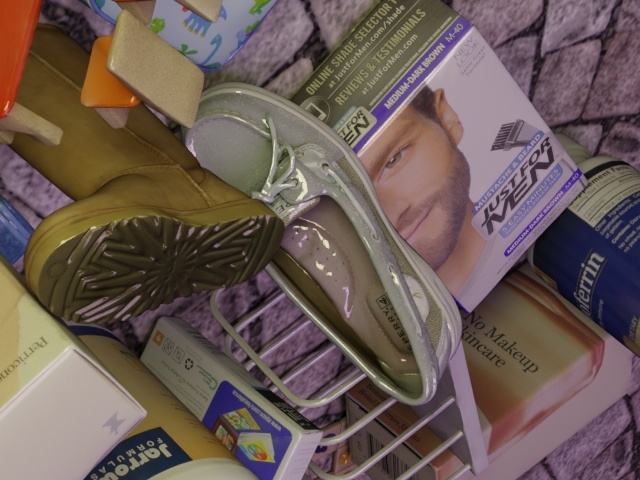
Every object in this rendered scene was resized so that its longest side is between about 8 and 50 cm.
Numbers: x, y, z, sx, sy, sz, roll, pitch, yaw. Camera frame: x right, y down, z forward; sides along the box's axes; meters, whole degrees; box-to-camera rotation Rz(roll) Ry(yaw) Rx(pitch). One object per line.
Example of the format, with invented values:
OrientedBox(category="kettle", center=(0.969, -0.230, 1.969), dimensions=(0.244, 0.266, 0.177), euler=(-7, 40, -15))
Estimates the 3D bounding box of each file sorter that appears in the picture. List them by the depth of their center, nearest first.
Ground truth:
OrientedBox(category="file sorter", center=(0.025, 0.136, 1.887), dimensions=(0.173, 0.193, 0.278), euler=(-35, 143, -15))

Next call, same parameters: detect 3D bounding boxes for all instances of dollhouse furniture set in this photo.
OrientedBox(category="dollhouse furniture set", center=(-0.204, -0.197, 1.283), dimensions=(0.135, 0.262, 0.259), euler=(38, 58, -54))

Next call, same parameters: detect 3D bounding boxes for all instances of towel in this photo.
OrientedBox(category="towel", center=(-0.285, 0.020, 1.570), dimensions=(0.119, 0.029, 0.067), euler=(-44, 145, -7))

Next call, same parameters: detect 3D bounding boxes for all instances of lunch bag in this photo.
OrientedBox(category="lunch bag", center=(-0.099, -0.233, 1.463), dimensions=(0.176, 0.090, 0.219), euler=(-54, 152, 8))

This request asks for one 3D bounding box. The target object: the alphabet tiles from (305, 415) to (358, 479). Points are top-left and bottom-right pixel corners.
OrientedBox(category="alphabet tiles", center=(-0.036, 0.306, 2.140), dimensions=(0.198, 0.009, 0.237), euler=(-24, 138, -32))

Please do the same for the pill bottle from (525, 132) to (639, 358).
OrientedBox(category="pill bottle", center=(0.307, 0.007, 2.008), dimensions=(0.153, 0.264, 0.153), euler=(-28, 139, -27))

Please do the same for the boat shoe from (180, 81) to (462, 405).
OrientedBox(category="boat shoe", center=(-0.001, 0.002, 1.652), dimensions=(0.118, 0.320, 0.103), euler=(-34, -168, 23))

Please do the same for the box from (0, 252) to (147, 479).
OrientedBox(category="box", center=(-0.277, 0.055, 1.361), dimensions=(0.148, 0.311, 0.121), euler=(-45, 145, -6))

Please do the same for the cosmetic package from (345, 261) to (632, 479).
OrientedBox(category="cosmetic package", center=(0.185, 0.163, 2.116), dimensions=(0.296, 0.153, 0.129), euler=(-35, 143, -26))

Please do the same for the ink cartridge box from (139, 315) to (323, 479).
OrientedBox(category="ink cartridge box", center=(-0.116, 0.208, 1.768), dimensions=(0.045, 0.206, 0.208), euler=(11, 110, -52))

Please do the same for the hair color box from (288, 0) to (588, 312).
OrientedBox(category="hair color box", center=(0.112, -0.082, 1.847), dimensions=(0.185, 0.110, 0.339), euler=(-48, 144, 0))

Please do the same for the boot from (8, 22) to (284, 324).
OrientedBox(category="boot", center=(-0.187, -0.056, 1.379), dimensions=(0.236, 0.269, 0.089), euler=(-3, 127, -53))

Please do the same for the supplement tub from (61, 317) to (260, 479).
OrientedBox(category="supplement tub", center=(-0.178, 0.235, 1.639), dimensions=(0.228, 0.316, 0.228), euler=(-29, 141, -27))
